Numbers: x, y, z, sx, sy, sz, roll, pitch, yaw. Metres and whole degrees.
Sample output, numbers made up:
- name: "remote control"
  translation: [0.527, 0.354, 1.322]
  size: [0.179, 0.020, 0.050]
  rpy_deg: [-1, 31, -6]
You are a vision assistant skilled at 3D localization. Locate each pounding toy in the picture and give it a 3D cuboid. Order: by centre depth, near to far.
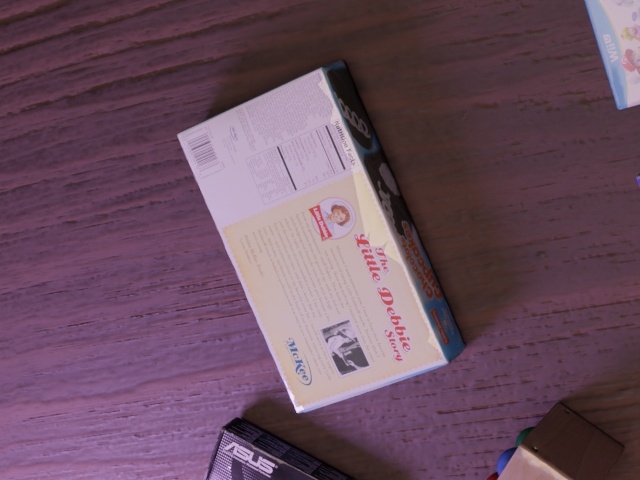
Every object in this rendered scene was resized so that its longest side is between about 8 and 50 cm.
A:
- name: "pounding toy"
  translation: [0.184, 0.275, 1.507]
  size: [0.094, 0.206, 0.181]
  rpy_deg: [35, 115, 13]

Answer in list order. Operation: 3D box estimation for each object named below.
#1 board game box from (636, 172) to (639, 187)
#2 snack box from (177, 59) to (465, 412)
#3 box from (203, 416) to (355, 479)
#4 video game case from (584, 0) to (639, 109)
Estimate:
- name: "board game box"
  translation: [0.467, -0.011, 1.392]
  size: [0.317, 0.046, 0.214]
  rpy_deg: [-20, 95, 28]
- name: "snack box"
  translation: [0.000, 0.000, 1.604]
  size: [0.187, 0.060, 0.322]
  rpy_deg: [-21, 94, 28]
- name: "box"
  translation: [-0.047, 0.316, 1.718]
  size: [0.190, 0.045, 0.184]
  rpy_deg: [27, 115, 16]
- name: "video game case"
  translation: [0.333, -0.198, 1.423]
  size: [0.166, 0.015, 0.119]
  rpy_deg: [-15, 97, 28]
